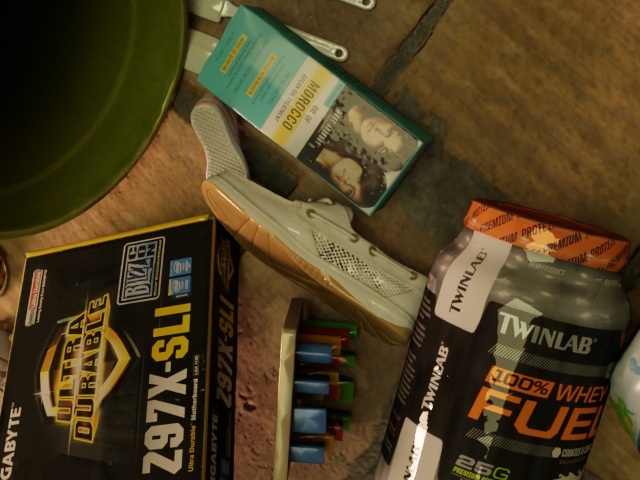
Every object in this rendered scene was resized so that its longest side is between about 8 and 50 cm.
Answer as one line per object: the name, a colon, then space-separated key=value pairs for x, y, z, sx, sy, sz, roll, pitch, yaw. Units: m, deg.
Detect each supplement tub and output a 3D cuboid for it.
supplement tub: x=0.178 y=0.129 z=0.796 sx=0.193 sy=0.193 sz=0.316 roll=16 pitch=100 yaw=15

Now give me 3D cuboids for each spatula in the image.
spatula: x=-0.067 y=-0.250 z=0.923 sx=0.242 sy=0.019 sz=0.168 roll=23 pitch=101 yaw=14

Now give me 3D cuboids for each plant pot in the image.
plant pot: x=-0.397 y=-0.243 z=0.875 sx=0.353 sy=0.366 sz=0.366 roll=29 pitch=103 yaw=24

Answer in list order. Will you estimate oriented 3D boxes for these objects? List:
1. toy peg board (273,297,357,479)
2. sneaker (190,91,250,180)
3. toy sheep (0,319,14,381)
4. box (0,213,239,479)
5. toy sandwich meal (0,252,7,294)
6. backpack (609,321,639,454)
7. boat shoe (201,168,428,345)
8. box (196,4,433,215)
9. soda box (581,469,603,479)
toy peg board: x=-0.002 y=0.157 z=0.880 sx=0.079 sy=0.160 sz=0.161 roll=3 pitch=97 yaw=1
sneaker: x=-0.109 y=-0.109 z=0.940 sx=0.051 sy=0.070 sz=0.134 roll=-9 pitch=122 yaw=9
toy sheep: x=-0.431 y=0.146 z=1.041 sx=0.132 sy=0.091 sz=0.091 roll=-34 pitch=85 yaw=12
box: x=-0.221 y=0.147 z=0.902 sx=0.257 sy=0.079 sz=0.322 roll=-10 pitch=61 yaw=16
toy sandwich meal: x=-0.441 y=0.042 z=1.060 sx=0.085 sy=0.029 sz=0.085 roll=2 pitch=96 yaw=17
backpack: x=0.414 y=0.085 z=0.682 sx=0.355 sy=0.290 sz=0.273 roll=-39 pitch=52 yaw=26
boat shoe: x=0.000 y=0.000 z=0.893 sx=0.277 sy=0.098 sz=0.096 roll=36 pitch=71 yaw=0
box: x=-0.007 y=-0.141 z=0.884 sx=0.244 sy=0.060 sz=0.100 roll=38 pitch=111 yaw=8
soda box: x=0.346 y=0.326 z=0.828 sx=0.216 sy=0.074 sz=0.069 roll=30 pitch=103 yaw=12
